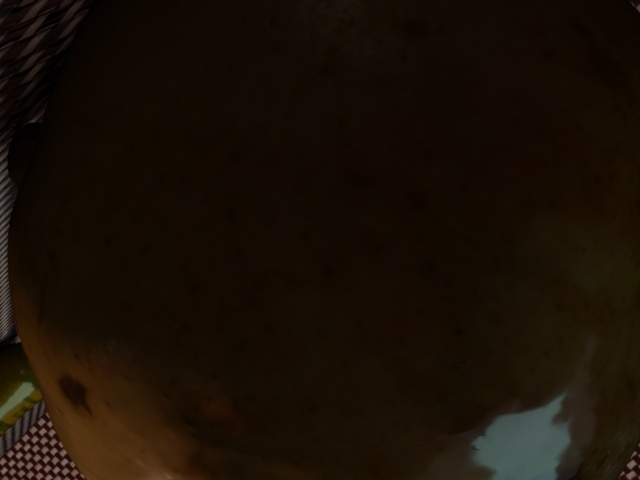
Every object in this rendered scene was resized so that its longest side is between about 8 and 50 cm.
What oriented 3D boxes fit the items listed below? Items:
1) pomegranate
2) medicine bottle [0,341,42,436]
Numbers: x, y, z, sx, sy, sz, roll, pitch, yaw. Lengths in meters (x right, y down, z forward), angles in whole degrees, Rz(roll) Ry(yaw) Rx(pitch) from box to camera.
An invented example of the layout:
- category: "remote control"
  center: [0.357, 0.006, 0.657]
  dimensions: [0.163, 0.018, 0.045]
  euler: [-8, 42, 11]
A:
- category: "pomegranate"
  center: [0.000, 0.000, 0.714]
  dimensions: [0.342, 0.342, 0.342]
  euler: [-44, 180, 0]
- category: "medicine bottle"
  center: [-0.370, 0.204, 1.553]
  dimensions: [0.260, 0.064, 0.095]
  euler: [-43, 180, -1]
